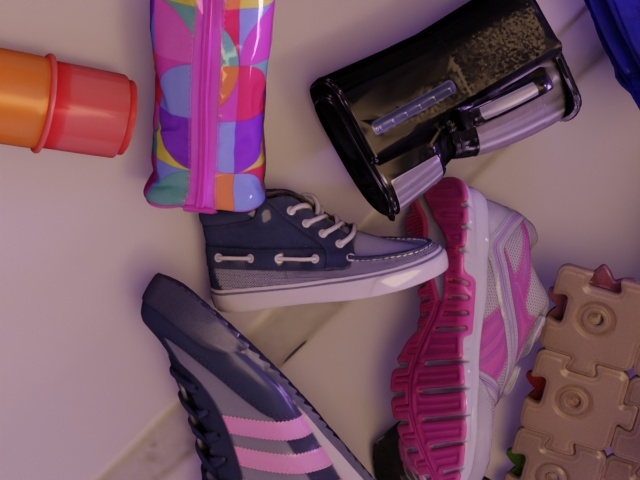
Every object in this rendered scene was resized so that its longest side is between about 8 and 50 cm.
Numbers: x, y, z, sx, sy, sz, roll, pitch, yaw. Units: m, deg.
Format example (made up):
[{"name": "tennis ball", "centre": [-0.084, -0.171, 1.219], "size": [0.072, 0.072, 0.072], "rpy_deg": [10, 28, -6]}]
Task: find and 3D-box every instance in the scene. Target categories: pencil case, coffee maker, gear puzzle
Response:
[{"name": "pencil case", "centre": [-0.081, -0.134, 1.101], "size": [0.104, 0.104, 0.236], "rpy_deg": [-6, 116, -16]}, {"name": "coffee maker", "centre": [0.084, -0.129, 1.178], "size": [0.178, 0.120, 0.171], "rpy_deg": [-28, 75, -11]}, {"name": "gear puzzle", "centre": [0.251, 0.180, 1.290], "size": [0.175, 0.044, 0.339], "rpy_deg": [16, 117, 11]}]

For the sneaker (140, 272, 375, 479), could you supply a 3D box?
[{"name": "sneaker", "centre": [-0.060, 0.170, 1.194], "size": [0.131, 0.112, 0.319], "rpy_deg": [-41, 110, -8]}]

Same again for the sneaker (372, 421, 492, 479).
[{"name": "sneaker", "centre": [0.113, 0.220, 1.296], "size": [0.077, 0.072, 0.178], "rpy_deg": [-41, 112, -30]}]

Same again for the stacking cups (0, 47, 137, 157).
[{"name": "stacking cups", "centre": [-0.290, -0.106, 1.068], "size": [0.316, 0.096, 0.096], "rpy_deg": [12, 99, -23]}]

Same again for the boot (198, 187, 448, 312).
[{"name": "boot", "centre": [0.000, 0.000, 1.171], "size": [0.190, 0.069, 0.086], "rpy_deg": [-9, 104, 7]}]

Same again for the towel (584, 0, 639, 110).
[{"name": "towel", "centre": [0.355, -0.235, 1.219], "size": [0.308, 0.076, 0.227], "rpy_deg": [-17, 84, -11]}]

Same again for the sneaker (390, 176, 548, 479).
[{"name": "sneaker", "centre": [0.132, 0.079, 1.222], "size": [0.111, 0.103, 0.252], "rpy_deg": [7, 88, -32]}]
